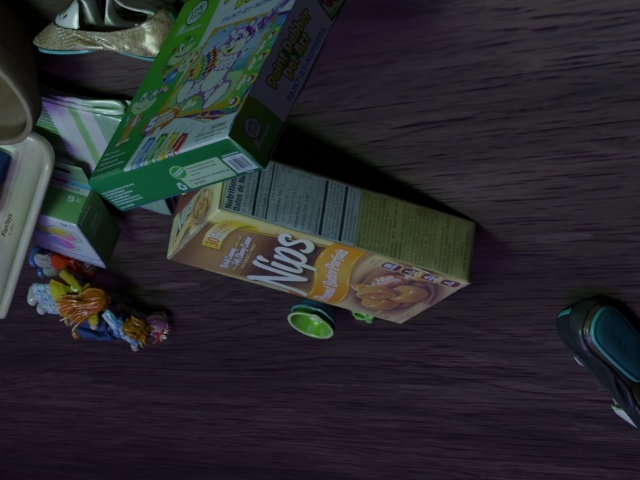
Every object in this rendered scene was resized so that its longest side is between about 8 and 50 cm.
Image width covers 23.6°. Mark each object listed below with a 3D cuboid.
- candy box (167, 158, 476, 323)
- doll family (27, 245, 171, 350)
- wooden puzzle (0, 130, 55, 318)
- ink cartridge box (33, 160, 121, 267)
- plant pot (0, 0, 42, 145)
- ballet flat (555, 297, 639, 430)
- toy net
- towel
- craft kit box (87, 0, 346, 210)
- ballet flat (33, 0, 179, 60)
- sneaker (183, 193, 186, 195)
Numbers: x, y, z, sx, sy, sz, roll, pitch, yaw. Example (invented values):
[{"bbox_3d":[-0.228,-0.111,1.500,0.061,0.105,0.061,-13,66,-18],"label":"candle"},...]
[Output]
[{"bbox_3d":[0.000,0.000,1.797,0.316,0.087,0.183,16,156,-19],"label":"candy box"},{"bbox_3d":[-0.337,0.111,2.323,0.163,0.118,0.263,-2,144,41],"label":"doll family"},{"bbox_3d":[-0.538,-0.064,1.989,0.348,0.080,0.322,27,131,1],"label":"wooden puzzle"},{"bbox_3d":[-0.349,-0.041,2.049,0.109,0.062,0.209,17,161,14],"label":"ink cartridge box"},{"bbox_3d":[-0.420,-0.224,1.786,0.237,0.110,0.237,19,152,10],"label":"plant pot"},{"bbox_3d":[0.386,0.167,1.879,0.280,0.095,0.096,48,156,-22],"label":"ballet flat"},{"bbox_3d":[-0.018,0.056,2.041,0.122,0.045,0.232,5,148,34],"label":"toy net"},{"bbox_3d":[-0.359,-0.140,1.976,0.325,0.038,0.248,14,153,15],"label":"towel"},{"bbox_3d":[-0.095,-0.158,1.489,0.061,0.247,0.250,42,148,-26],"label":"craft kit box"},{"bbox_3d":[-0.232,-0.238,1.674,0.206,0.073,0.067,6,121,27],"label":"ballet flat"},{"bbox_3d":[-0.167,-0.098,1.843,0.094,0.081,0.208,6,149,36],"label":"sneaker"}]
